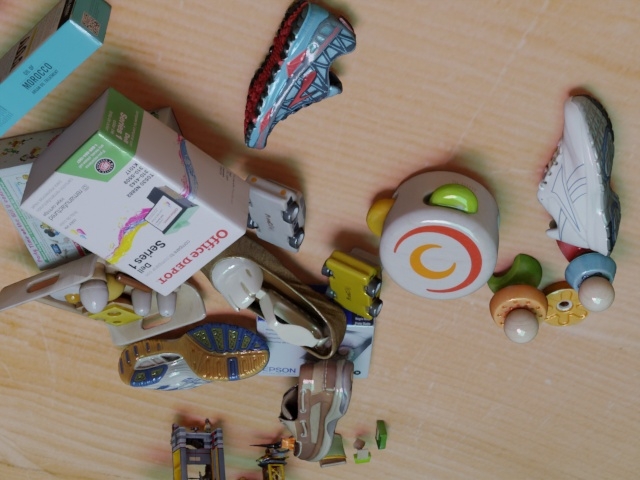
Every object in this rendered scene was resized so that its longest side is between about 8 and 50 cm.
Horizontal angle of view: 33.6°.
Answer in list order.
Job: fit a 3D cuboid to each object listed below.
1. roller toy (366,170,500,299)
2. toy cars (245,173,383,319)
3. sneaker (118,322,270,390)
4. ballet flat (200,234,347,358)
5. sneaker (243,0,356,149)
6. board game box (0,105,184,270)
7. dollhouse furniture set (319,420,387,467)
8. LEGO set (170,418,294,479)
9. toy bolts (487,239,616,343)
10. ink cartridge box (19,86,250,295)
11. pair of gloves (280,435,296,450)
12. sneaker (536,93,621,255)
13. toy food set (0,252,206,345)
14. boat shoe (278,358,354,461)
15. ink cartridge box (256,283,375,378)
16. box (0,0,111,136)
[{"bbox_3d":[0.197,-0.011,1.754,0.209,0.146,0.191,-25,119,30],"label":"roller toy"},{"bbox_3d":[0.000,0.000,1.804,0.393,0.087,0.176,42,156,-30],"label":"toy cars"},{"bbox_3d":[-0.229,0.226,2.022,0.296,0.112,0.131,-5,162,14],"label":"sneaker"},{"bbox_3d":[-0.093,0.100,1.848,0.342,0.124,0.116,38,116,-20],"label":"ballet flat"},{"bbox_3d":[-0.030,-0.225,1.585,0.125,0.104,0.262,18,131,-18],"label":"sneaker"},{"bbox_3d":[-0.355,-0.081,1.730,0.303,0.097,0.224,-10,131,9],"label":"board game box"},{"bbox_3d":[0.062,0.422,2.216,0.151,0.076,0.059,-7,136,-7],"label":"dollhouse furniture set"},{"bbox_3d":[-0.221,0.487,2.243,0.331,0.192,0.255,3,154,-21],"label":"LEGO set"},{"bbox_3d":[0.432,0.106,1.851,0.218,0.158,0.228,32,126,-26],"label":"toy bolts"},{"bbox_3d":[-0.272,-0.066,1.600,0.278,0.117,0.201,35,124,-29],"label":"ink cartridge box"},{"bbox_3d":[-0.045,0.393,2.191,0.074,0.083,0.010,9,169,-18],"label":"pair of gloves"},{"bbox_3d":[0.405,-0.098,1.699,0.129,0.111,0.297,6,129,26],"label":"sneaker"},{"bbox_3d":[-0.378,0.118,1.852,0.219,0.092,0.306,-19,153,26],"label":"toy food set"},{"bbox_3d":[-0.022,0.323,2.055,0.116,0.123,0.324,9,138,-7],"label":"boat shoe"},{"bbox_3d":[-0.010,0.175,2.001,0.223,0.045,0.224,1,133,-1],"label":"ink cartridge box"},{"bbox_3d":[-0.411,-0.263,1.556,0.244,0.100,0.060,-33,126,29],"label":"box"}]
